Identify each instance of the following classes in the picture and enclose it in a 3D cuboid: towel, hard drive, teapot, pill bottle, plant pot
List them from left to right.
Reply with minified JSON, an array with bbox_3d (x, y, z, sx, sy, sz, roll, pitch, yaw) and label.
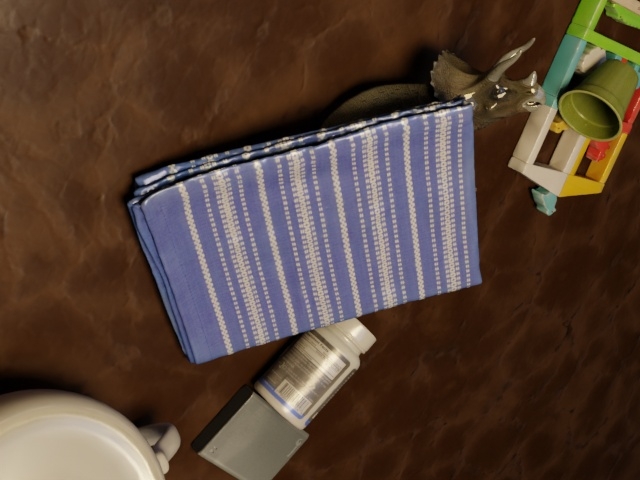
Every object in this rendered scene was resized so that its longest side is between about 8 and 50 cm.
[{"bbox_3d":[-0.269,0.249,0.799,0.256,0.187,0.252,30,67,-30],"label":"teapot"},{"bbox_3d":[-0.081,0.239,1.057,0.094,0.022,0.135,-48,136,-6],"label":"hard drive"},{"bbox_3d":[-0.004,0.143,1.023,0.137,0.078,0.078,-47,136,-7],"label":"pill bottle"},{"bbox_3d":[0.000,0.000,0.883,0.336,0.040,0.243,-15,129,-5],"label":"towel"},{"bbox_3d":[0.348,-0.179,1.083,0.079,0.083,0.083,-52,138,-20],"label":"plant pot"}]

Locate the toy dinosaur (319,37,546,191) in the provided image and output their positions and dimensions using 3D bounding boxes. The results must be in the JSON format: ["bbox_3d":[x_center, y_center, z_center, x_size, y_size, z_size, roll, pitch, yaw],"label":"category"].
[{"bbox_3d":[0.072,-0.106,0.926,0.314,0.121,0.160,-16,120,-1],"label":"toy dinosaur"}]

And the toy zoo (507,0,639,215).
[{"bbox_3d":[0.351,-0.171,1.161,0.192,0.030,0.293,7,111,-42],"label":"toy zoo"}]
